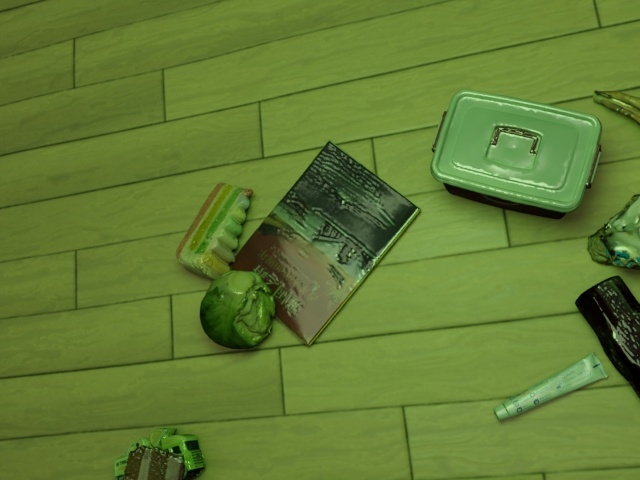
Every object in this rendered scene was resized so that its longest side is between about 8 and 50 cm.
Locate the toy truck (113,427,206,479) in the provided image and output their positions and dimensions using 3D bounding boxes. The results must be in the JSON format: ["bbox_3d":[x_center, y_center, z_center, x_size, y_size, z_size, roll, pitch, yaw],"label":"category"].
[{"bbox_3d":[-0.345,0.460,1.358,0.191,0.085,0.116,-20,71,13],"label":"toy truck"}]

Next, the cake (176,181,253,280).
[{"bbox_3d":[-0.235,-0.029,1.417,0.109,0.090,0.226,9,78,36],"label":"cake"}]

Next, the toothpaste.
[{"bbox_3d":[0.428,0.280,1.207,0.218,0.033,0.052,-28,74,6],"label":"toothpaste"}]

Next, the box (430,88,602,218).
[{"bbox_3d":[0.371,-0.157,1.241,0.293,0.167,0.193,17,85,18],"label":"box"}]

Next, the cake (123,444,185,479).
[{"bbox_3d":[-0.342,0.533,1.284,0.115,0.113,0.296,12,107,-7],"label":"cake"}]

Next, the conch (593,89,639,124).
[{"bbox_3d":[0.680,-0.229,1.220,0.330,0.093,0.109,26,104,39],"label":"conch"}]

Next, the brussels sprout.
[{"bbox_3d":[-0.180,0.142,1.339,0.145,0.131,0.183,13,125,34],"label":"brussels sprout"}]

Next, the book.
[{"bbox_3d":[0.000,0.000,1.387,0.262,0.028,0.374,40,91,19],"label":"book"}]

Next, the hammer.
[{"bbox_3d":[0.695,0.112,1.137,0.408,0.095,0.243,-28,72,6],"label":"hammer"}]

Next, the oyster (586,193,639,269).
[{"bbox_3d":[0.626,-0.003,1.159,0.214,0.083,0.223,-35,36,-1],"label":"oyster"}]
